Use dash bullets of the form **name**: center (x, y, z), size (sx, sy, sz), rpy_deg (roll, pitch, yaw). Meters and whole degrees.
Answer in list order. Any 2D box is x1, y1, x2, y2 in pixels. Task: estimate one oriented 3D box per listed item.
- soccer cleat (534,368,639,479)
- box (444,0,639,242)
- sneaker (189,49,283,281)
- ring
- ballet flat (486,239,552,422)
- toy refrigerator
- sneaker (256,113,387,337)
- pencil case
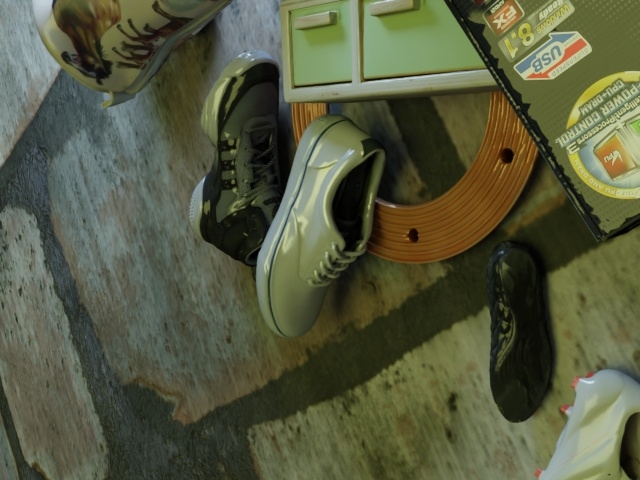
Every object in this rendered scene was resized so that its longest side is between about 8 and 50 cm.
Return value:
- **soccer cleat**: center (0.232, 0.205, 0.699), size (0.076, 0.068, 0.196), rpy_deg (29, 114, 38)
- **box**: center (0.235, -0.159, 0.500), size (0.270, 0.060, 0.216), rpy_deg (-38, 73, 36)
- **sneaker**: center (-0.070, -0.079, 0.957), size (0.153, 0.101, 0.269), rpy_deg (44, 132, 33)
- **ring**: center (0.089, -0.145, 0.821), size (0.336, 0.032, 0.337), rpy_deg (11, 106, 46)
- **ballet flat**: center (0.184, 0.085, 0.754), size (0.057, 0.049, 0.173), rpy_deg (-2, 98, 3)
- **toy refrigerator**: center (0.080, -0.182, 0.732), size (0.269, 0.094, 0.102), rpy_deg (7, 102, 47)
- **sneaker**: center (0.000, 0.000, 0.850), size (0.091, 0.094, 0.258), rpy_deg (36, 122, 43)
- **pencil case**: center (-0.124, -0.315, 0.848), size (0.410, 0.160, 0.184), rpy_deg (-32, 80, 26)
